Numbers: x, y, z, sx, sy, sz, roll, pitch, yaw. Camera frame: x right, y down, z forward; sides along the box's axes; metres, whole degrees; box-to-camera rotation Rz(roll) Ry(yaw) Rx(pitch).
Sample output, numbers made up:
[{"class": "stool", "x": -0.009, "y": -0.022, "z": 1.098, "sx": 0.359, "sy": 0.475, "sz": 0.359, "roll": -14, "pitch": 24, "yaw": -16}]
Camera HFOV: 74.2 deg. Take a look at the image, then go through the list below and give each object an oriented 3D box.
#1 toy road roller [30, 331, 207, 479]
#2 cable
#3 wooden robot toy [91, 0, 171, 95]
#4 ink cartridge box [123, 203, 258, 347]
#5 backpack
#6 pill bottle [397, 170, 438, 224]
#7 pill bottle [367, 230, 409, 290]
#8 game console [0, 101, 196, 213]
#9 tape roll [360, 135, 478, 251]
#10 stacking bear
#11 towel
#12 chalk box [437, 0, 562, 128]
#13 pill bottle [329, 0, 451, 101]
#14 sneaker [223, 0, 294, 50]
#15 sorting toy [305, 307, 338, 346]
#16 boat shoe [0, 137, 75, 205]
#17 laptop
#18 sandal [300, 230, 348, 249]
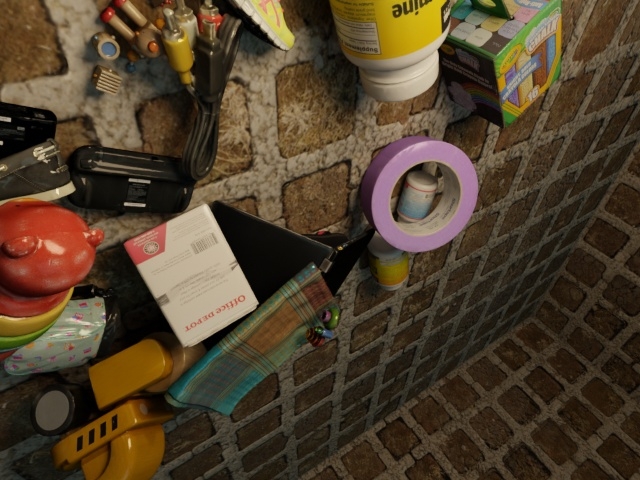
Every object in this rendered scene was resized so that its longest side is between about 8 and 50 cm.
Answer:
[{"class": "toy road roller", "x": -0.373, "y": 0.359, "z": 0.862, "sx": 0.329, "sy": 0.241, "sz": 0.202, "roll": -30, "pitch": 161, "yaw": -1}, {"class": "cable", "x": -0.182, "y": -0.230, "z": 0.648, "sx": 0.140, "sy": 0.072, "sz": 0.287, "roll": -59, "pitch": 174, "yaw": -40}, {"class": "wooden robot toy", "x": -0.243, "y": -0.265, "z": 0.556, "sx": 0.173, "sy": 0.079, "sz": 0.076, "roll": -47, "pitch": 144, "yaw": 5}, {"class": "ink cartridge box", "x": -0.236, "y": 0.062, "z": 0.790, "sx": 0.158, "sy": 0.092, "sz": 0.218, "roll": -29, "pitch": 103, "yaw": -18}, {"class": "backpack", "x": -0.463, "y": 0.162, "z": 0.749, "sx": 0.181, "sy": 0.115, "sz": 0.152, "roll": 3, "pitch": 127, "yaw": -41}, {"class": "pill bottle", "x": 0.263, "y": -0.106, "z": 1.176, "sx": 0.087, "sy": 0.087, "sz": 0.160, "roll": -18, "pitch": 137, "yaw": -30}, {"class": "pill bottle", "x": 0.203, "y": 0.059, "z": 1.259, "sx": 0.117, "sy": 0.117, "sz": 0.215, "roll": -33, "pitch": 142, "yaw": -13}, {"class": "game console", "x": -0.369, "y": -0.084, "z": 0.653, "sx": 0.361, "sy": 0.044, "sz": 0.213, "roll": 1, "pitch": 127, "yaw": -43}, {"class": "tape roll", "x": 0.242, "y": -0.113, "z": 1.046, "sx": 0.274, "sy": 0.090, "sz": 0.275, "roll": -5, "pitch": 112, "yaw": -12}, {"class": "stacking bear", "x": -0.392, "y": 0.047, "z": 0.535, "sx": 0.289, "sy": 0.164, "sz": 0.175, "roll": -29, "pitch": 166, "yaw": 30}, {"class": "towel", "x": -0.119, "y": 0.225, "z": 0.900, "sx": 0.370, "sy": 0.040, "sz": 0.271, "roll": -41, "pitch": 152, "yaw": -9}, {"class": "chalk box", "x": 0.369, "y": -0.417, "z": 0.888, "sx": 0.179, "sy": 0.180, "sz": 0.289, "roll": -44, "pitch": 145, "yaw": 2}, {"class": "pill bottle", "x": 0.105, "y": -0.395, "z": 0.656, "sx": 0.187, "sy": 0.188, "sz": 0.334, "roll": -37, "pitch": 143, "yaw": -8}, {"class": "sneaker", "x": -0.091, "y": -0.361, "z": 0.603, "sx": 0.094, "sy": 0.081, "sz": 0.208, "roll": -51, "pitch": 144, "yaw": 3}, {"class": "sorting toy", "x": -0.001, "y": 0.192, "z": 0.939, "sx": 0.042, "sy": 0.061, "sz": 0.102, "roll": 25, "pitch": 100, "yaw": -25}, {"class": "boat shoe", "x": -0.437, "y": -0.071, "z": 0.513, "sx": 0.233, "sy": 0.084, "sz": 0.079, "roll": -18, "pitch": 119, "yaw": -26}, {"class": "laptop", "x": -0.114, "y": 0.096, "z": 1.042, "sx": 0.382, "sy": 0.236, "sz": 0.408, "roll": -59, "pitch": 164, "yaw": 25}, {"class": "sandal", "x": 0.000, "y": 0.000, "z": 1.081, "sx": 0.179, "sy": 0.040, "sz": 0.067, "roll": 4, "pitch": 122, "yaw": -38}]
